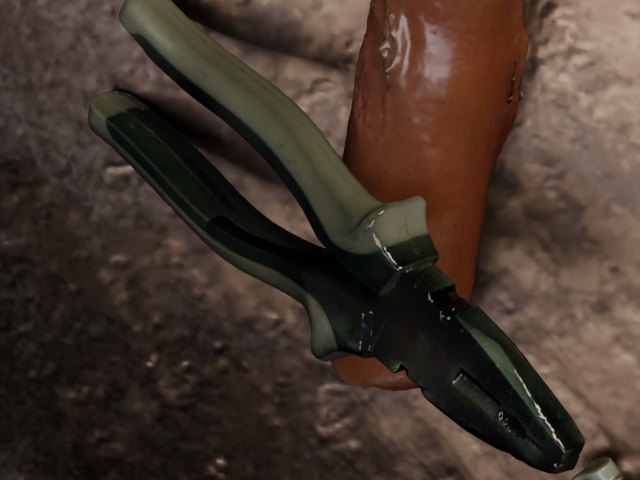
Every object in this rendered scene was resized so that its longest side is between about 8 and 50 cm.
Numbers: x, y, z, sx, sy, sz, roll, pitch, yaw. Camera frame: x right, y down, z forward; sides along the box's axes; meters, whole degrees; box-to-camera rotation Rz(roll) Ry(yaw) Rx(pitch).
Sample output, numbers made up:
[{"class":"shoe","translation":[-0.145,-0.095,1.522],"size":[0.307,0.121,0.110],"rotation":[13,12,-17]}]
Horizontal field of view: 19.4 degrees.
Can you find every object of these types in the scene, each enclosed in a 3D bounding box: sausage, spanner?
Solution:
[{"class":"sausage","translation":[0.058,-0.077,0.877],"size":[0.087,0.079,0.326],"rotation":[45,132,48]},{"class":"spanner","translation":[0.000,0.000,0.876],"size":[0.325,0.040,0.095],"rotation":[41,129,29]}]

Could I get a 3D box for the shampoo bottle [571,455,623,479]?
[{"class":"shampoo bottle","translation":[0.181,0.169,0.959],"size":[0.049,0.034,0.141],"rotation":[-32,97,32]}]
